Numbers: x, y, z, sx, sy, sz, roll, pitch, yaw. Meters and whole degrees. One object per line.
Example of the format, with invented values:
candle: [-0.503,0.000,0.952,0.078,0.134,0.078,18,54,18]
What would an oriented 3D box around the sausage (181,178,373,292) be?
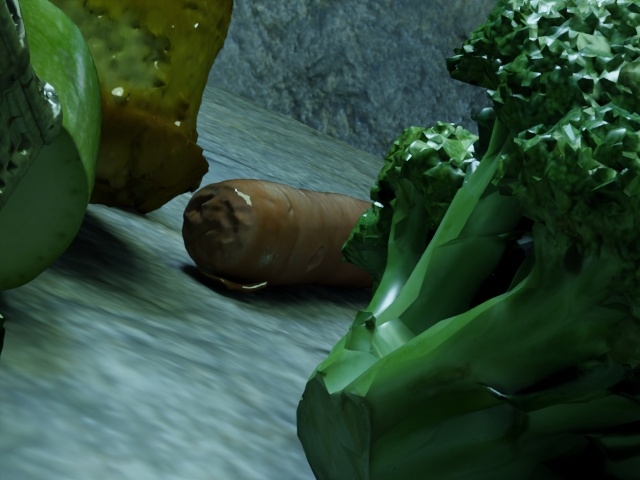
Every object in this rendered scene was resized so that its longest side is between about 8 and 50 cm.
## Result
sausage: [0.000,0.000,1.248,0.094,0.094,0.419,44,13,17]

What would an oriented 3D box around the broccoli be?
broccoli: [0.151,0.054,0.676,0.310,0.321,0.413,10,33,-35]

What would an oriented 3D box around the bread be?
bread: [-0.245,-0.164,0.970,0.398,0.215,0.398,22,-5,2]

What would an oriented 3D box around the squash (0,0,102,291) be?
squash: [-0.190,-0.050,0.746,0.170,0.170,0.123,21,22,-35]

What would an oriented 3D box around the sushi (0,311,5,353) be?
sushi: [-0.197,0.010,0.410,0.225,0.124,0.127,27,10,27]

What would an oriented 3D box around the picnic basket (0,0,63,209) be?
picnic basket: [-0.205,-0.089,0.565,0.134,0.154,0.196,14,-32,17]
